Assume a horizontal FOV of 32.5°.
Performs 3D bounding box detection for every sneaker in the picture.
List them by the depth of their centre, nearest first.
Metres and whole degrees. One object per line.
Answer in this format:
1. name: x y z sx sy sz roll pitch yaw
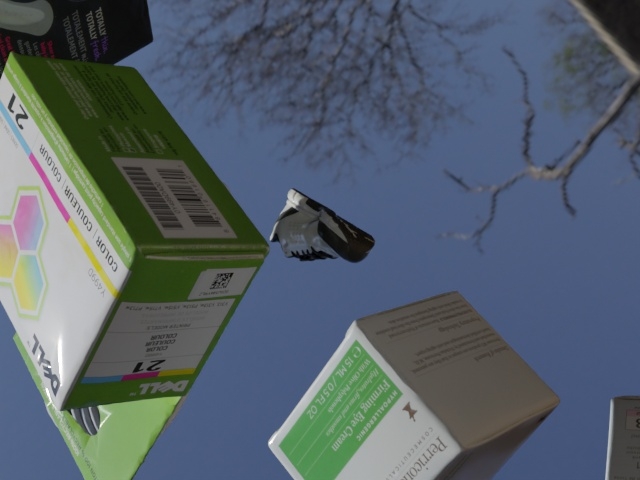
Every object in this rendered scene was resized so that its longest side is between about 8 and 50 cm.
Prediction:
1. sneaker: 0.000 0.000 0.732 0.040 0.044 0.109 31 -179 -26

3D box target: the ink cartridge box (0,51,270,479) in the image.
1. ink cartridge box: -0.164 0.040 0.711 0.097 0.255 0.189 0 -139 -44

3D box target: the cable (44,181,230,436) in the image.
1. cable: -0.153 0.055 0.970 0.089 0.257 0.257 15 -111 11

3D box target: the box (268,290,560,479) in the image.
1. box: 0.049 0.097 0.583 0.102 0.101 0.087 -12 -127 -51

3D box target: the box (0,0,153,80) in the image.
1. box: -0.288 -0.188 0.867 0.270 0.165 0.143 -35 -118 -24

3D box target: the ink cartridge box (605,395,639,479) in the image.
1. ink cartridge box: 0.242 0.264 0.826 0.066 0.189 0.232 -3 -144 17
